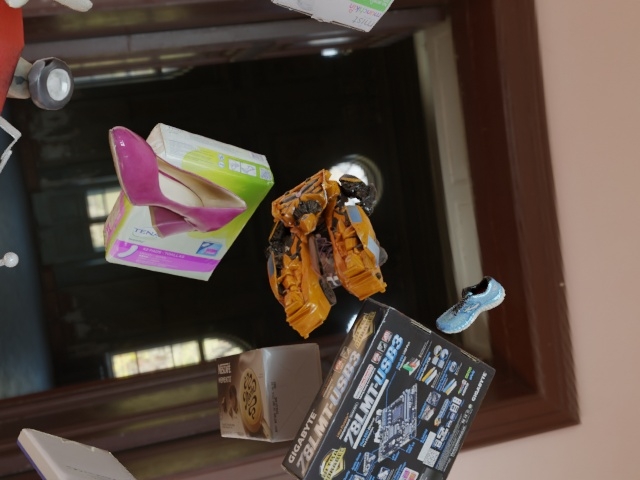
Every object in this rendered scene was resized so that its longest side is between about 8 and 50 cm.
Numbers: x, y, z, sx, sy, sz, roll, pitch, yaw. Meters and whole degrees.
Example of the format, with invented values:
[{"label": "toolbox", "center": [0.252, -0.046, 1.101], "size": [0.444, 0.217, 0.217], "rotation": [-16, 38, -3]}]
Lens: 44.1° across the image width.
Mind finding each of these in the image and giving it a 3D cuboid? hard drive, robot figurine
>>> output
[{"label": "hard drive", "center": [-0.459, 0.460, 1.554], "size": [0.318, 0.210, 0.040], "rotation": [10, -105, 57]}, {"label": "robot figurine", "center": [0.000, 0.000, 1.199], "size": [0.085, 0.211, 0.291], "rotation": [48, 17, -36]}]

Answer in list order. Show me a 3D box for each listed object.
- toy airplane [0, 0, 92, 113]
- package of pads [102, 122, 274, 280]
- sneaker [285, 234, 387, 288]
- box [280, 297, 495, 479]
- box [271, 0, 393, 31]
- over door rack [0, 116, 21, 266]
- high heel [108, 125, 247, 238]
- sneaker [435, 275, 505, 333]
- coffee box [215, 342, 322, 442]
[{"label": "toy airplane", "center": [-0.393, -0.313, 0.786], "size": [0.384, 0.386, 0.272], "rotation": [52, 26, 6]}, {"label": "package of pads", "center": [-0.256, -0.063, 1.463], "size": [0.297, 0.229, 0.101], "rotation": [-52, -142, 34]}, {"label": "sneaker", "center": [0.007, 0.021, 1.648], "size": [0.281, 0.106, 0.163], "rotation": [-27, -95, 45]}, {"label": "box", "center": [0.120, 0.281, 1.268], "size": [0.073, 0.293, 0.296], "rotation": [17, -102, 55]}, {"label": "box", "center": [-0.005, -0.574, 1.632], "size": [0.127, 0.261, 0.231], "rotation": [-47, -128, 36]}, {"label": "over door rack", "center": [-0.460, 0.028, 1.015], "size": [0.240, 0.108, 0.324], "rotation": [-99, -148, -62]}, {"label": "high heel", "center": [-0.161, -0.071, 0.915], "size": [0.244, 0.117, 0.082], "rotation": [76, -2, -62]}, {"label": "sneaker", "center": [0.307, 0.130, 1.669], "size": [0.073, 0.162, 0.063], "rotation": [51, 2, -34]}, {"label": "coffee box", "center": [-0.104, 0.298, 1.545], "size": [0.297, 0.118, 0.168], "rotation": [156, -70, -64]}]
